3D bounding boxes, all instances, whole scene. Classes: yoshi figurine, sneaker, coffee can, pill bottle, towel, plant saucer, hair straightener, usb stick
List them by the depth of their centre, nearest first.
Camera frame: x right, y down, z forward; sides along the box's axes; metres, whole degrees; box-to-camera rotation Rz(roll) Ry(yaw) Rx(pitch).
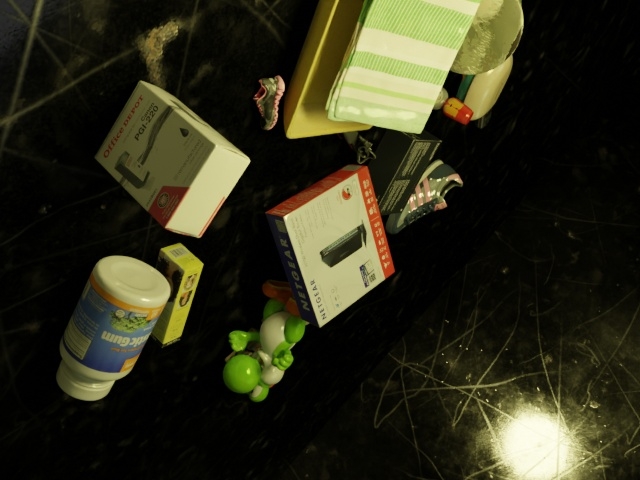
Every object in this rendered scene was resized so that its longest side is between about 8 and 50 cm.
[{"bbox_3d":[-0.419,0.179,1.222,0.152,0.152,0.272,-3,127,-59],"label":"pill bottle"},{"bbox_3d":[-0.113,-0.278,1.248,0.057,0.047,0.119,-8,134,-30],"label":"sneaker"},{"bbox_3d":[0.166,-0.374,1.258,0.247,0.038,0.325,4,128,-23],"label":"towel"},{"bbox_3d":[0.060,-0.393,1.327,0.332,0.081,0.333,-18,140,-49],"label":"plant saucer"},{"bbox_3d":[0.344,-0.510,1.374,0.275,0.201,0.202,-65,176,-53],"label":"coffee can"},{"bbox_3d":[0.092,-0.244,1.577,0.047,0.089,0.230,-50,156,-6],"label":"hair straightener"},{"bbox_3d":[-0.165,0.303,1.760,0.203,0.203,0.362,-93,-156,-75],"label":"yoshi figurine"},{"bbox_3d":[0.560,-0.484,2.098,0.077,0.045,0.278,-52,156,-15],"label":"usb stick"},{"bbox_3d":[0.360,-0.130,2.145,0.319,0.131,0.112,-51,156,1],"label":"sneaker"}]

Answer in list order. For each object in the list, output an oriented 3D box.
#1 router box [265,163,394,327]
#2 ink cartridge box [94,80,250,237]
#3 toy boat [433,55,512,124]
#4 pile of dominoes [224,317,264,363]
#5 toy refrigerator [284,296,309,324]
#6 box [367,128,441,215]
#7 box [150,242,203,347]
[{"bbox_3d":[0.037,0.011,1.652,0.301,0.082,0.336,-34,120,-30],"label":"router box"},{"bbox_3d":[-0.244,-0.133,1.001,0.159,0.218,0.092,-55,150,10],"label":"ink cartridge box"},{"bbox_3d":[0.443,-0.461,1.842,0.318,0.148,0.268,-43,161,-35],"label":"toy boat"},{"bbox_3d":[-0.187,0.342,1.984,0.196,0.040,0.251,-49,155,-4],"label":"pile of dominoes"},{"bbox_3d":[-0.022,0.190,1.977,0.269,0.102,0.094,-19,141,-51],"label":"toy refrigerator"},{"bbox_3d":[0.225,-0.208,1.841,0.184,0.103,0.261,-8,131,-52],"label":"box"},{"bbox_3d":[-0.333,0.124,1.373,0.058,0.087,0.232,-23,143,-49],"label":"box"}]
